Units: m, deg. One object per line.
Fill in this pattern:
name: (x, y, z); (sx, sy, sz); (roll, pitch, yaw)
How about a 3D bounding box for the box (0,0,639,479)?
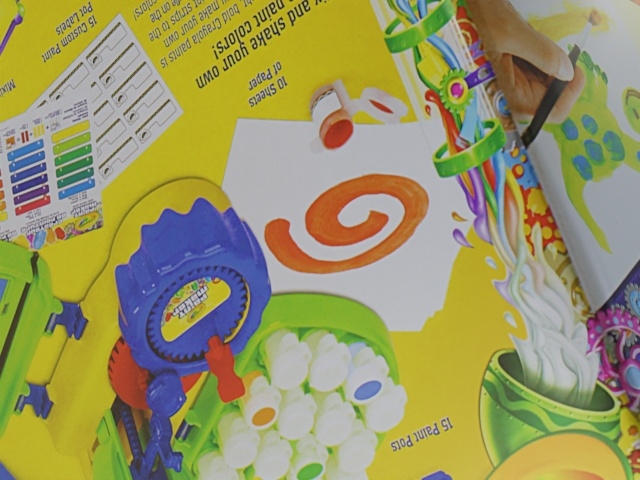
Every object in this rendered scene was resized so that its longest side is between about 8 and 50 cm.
box: (0.000, 0.000, 0.564); (0.177, 0.290, 0.279); (-7, -107, -48)
